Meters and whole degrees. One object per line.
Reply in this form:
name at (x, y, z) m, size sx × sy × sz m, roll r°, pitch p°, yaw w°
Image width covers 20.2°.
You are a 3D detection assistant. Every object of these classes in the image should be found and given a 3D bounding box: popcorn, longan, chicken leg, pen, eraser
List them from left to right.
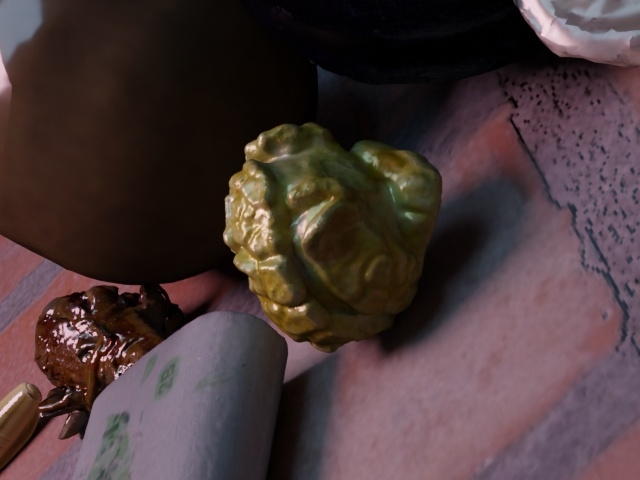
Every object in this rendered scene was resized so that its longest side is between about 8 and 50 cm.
pen at (-0.301, 0.206, 1.478) m, size 0.233 × 0.040 × 0.032 m, roll -49°, pitch 23°, yaw 15°
longan at (-0.149, -0.110, 1.334) m, size 0.319 × 0.319 × 0.319 m, roll -39°, pitch 27°, yaw 24°
chicken leg at (-0.142, 0.086, 1.332) m, size 0.196 × 0.080 × 0.125 m, roll -10°, pitch 57°, yaw 45°
eraser at (-0.102, 0.172, 1.125) m, size 0.174 × 0.081 × 0.227 m, roll -35°, pitch 30°, yaw 33°
popcorn at (0.000, 0.000, 1.121) m, size 0.162 × 0.141 × 0.135 m, roll -15°, pitch 56°, yaw 40°

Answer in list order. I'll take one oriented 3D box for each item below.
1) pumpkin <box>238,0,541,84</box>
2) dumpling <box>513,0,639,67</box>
pumpkin at (0.059, -0.273, 1.151) m, size 0.266 × 0.363 × 0.363 m, roll 3°, pitch 44°, yaw 9°
dumpling at (0.266, -0.221, 0.963) m, size 0.260 × 0.181 × 0.341 m, roll 13°, pitch 29°, yaw 35°
